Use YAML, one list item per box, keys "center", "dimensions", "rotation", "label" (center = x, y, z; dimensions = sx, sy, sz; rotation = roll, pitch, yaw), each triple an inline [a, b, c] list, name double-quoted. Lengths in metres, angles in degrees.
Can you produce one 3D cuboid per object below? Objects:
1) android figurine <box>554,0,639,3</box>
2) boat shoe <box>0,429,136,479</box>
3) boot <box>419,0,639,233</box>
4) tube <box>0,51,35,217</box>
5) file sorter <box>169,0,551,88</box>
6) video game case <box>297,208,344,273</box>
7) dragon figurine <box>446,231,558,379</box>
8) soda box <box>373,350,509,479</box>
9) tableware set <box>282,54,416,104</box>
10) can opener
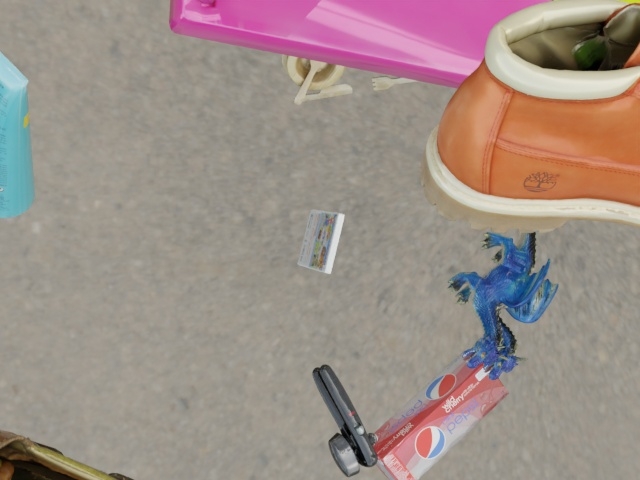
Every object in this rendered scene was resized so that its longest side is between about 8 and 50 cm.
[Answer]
- center: [0.362, -0.350, 1.147]
  dimensions: [0.248, 0.056, 0.273]
  rotation: [11, 140, -9]
  label: "android figurine"
- center: [-0.180, 0.131, 0.488]
  dimensions: [0.307, 0.111, 0.104]
  rotation: [21, 141, -27]
  label: "boat shoe"
- center: [0.120, -0.045, 0.350]
  dimensions: [0.157, 0.085, 0.059]
  rotation: [-4, 54, -12]
  label: "boot"
- center: [-0.268, -0.093, 0.833]
  dimensions: [0.080, 0.207, 0.052]
  rotation: [39, 59, 9]
  label: "tube"
- center: [0.064, -0.239, 0.435]
  dimensions: [0.202, 0.182, 0.291]
  rotation: [6, 79, -25]
  label: "file sorter"
- center: [0.000, 0.000, 1.459]
  dimensions: [0.011, 0.122, 0.087]
  rotation: [14, 89, -20]
  label: "video game case"
- center: [0.278, 0.060, 1.397]
  dimensions: [0.144, 0.085, 0.289]
  rotation: [35, 77, 36]
  label: "dragon figurine"
- center: [0.205, 0.321, 1.795]
  dimensions: [0.263, 0.092, 0.083]
  rotation: [-40, 110, -11]
  label: "soda box"
- center: [0.047, -0.235, 1.285]
  dimensions: [0.194, 0.039, 0.128]
  rotation: [-10, 129, 3]
  label: "tableware set"
- center: [0.039, 0.287, 1.621]
  dimensions: [0.059, 0.073, 0.186]
  rotation: [-21, 90, 48]
  label: "can opener"
